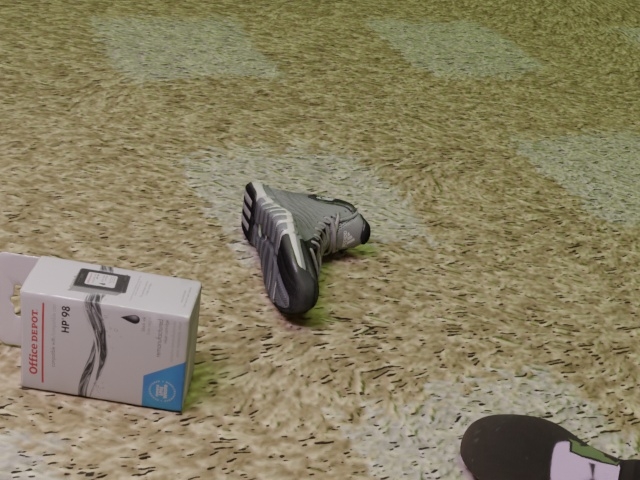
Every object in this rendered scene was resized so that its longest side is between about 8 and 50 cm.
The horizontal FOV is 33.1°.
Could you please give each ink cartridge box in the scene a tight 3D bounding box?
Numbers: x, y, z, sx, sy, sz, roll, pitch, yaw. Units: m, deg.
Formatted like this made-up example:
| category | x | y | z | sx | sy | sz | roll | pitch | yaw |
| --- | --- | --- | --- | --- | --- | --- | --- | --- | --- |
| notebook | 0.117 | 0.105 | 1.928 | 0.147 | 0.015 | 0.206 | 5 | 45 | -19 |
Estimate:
| category | x | y | z | sx | sy | sz | roll | pitch | yaw |
| --- | --- | --- | --- | --- | --- | --- | --- | --- | --- |
| ink cartridge box | -0.199 | 0.078 | 0.932 | 0.180 | 0.104 | 0.060 | 9 | 30 | 0 |

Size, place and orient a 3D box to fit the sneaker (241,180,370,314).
| category | x | y | z | sx | sy | sz | roll | pitch | yaw |
| --- | --- | --- | --- | --- | --- | --- | --- | --- | --- |
| sneaker | 0.000 | 0.000 | 1.149 | 0.132 | 0.086 | 0.229 | 2 | 29 | -18 |

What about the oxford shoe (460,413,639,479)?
| category | x | y | z | sx | sy | sz | roll | pitch | yaw |
| --- | --- | --- | --- | --- | --- | --- | --- | --- | --- |
| oxford shoe | 0.215 | 0.202 | 0.885 | 0.212 | 0.076 | 0.076 | 15 | 73 | 32 |
